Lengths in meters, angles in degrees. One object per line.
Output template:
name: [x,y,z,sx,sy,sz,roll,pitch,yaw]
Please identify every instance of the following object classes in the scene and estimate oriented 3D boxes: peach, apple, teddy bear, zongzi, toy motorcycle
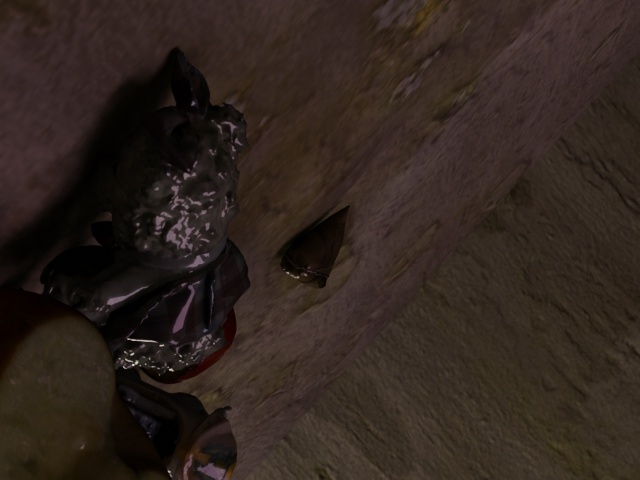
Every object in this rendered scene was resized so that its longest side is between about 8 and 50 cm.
peach: [-0.101,0.079,1.412,0.083,0.050,0.077,-37,166,-35]
apple: [-0.157,0.115,0.856,0.173,0.160,0.195,-44,127,-35]
teddy bear: [-0.088,0.013,0.948,0.133,0.111,0.213,-43,173,-50]
zongzi: [0.000,0.000,1.599,0.083,0.040,0.076,-59,165,0]
toy motorcycle: [-0.122,0.155,1.366,0.229,0.130,0.094,81,32,-80]
